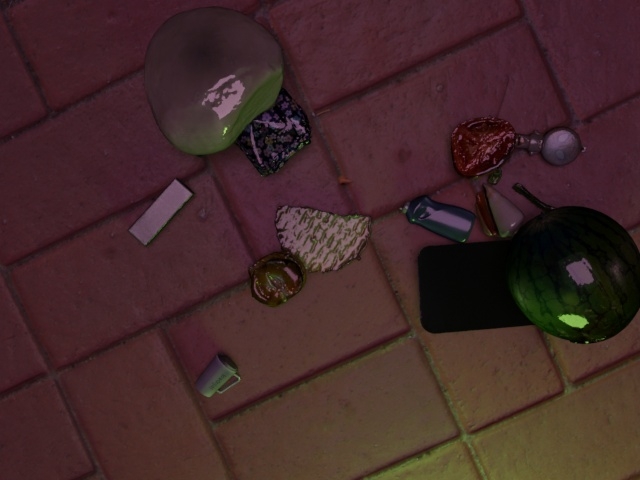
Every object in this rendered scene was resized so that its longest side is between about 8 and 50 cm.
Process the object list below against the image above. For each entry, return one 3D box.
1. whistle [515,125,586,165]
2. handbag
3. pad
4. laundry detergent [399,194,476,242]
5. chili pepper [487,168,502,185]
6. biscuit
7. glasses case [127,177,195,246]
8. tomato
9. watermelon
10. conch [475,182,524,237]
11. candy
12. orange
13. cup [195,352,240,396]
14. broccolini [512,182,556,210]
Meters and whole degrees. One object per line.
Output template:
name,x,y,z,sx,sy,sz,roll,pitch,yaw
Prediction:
whistle,0.618,-0.265,1.788,0.220,0.057,0.107,7,106,6
handbag,-0.140,-0.313,1.774,0.208,0.127,0.229,-38,82,-2
pad,0.448,0.158,1.823,0.375,0.063,0.315,-3,90,-8
laundry detergent,0.319,-0.066,1.801,0.206,0.061,0.097,19,101,2
chili pepper,0.487,-0.196,1.806,0.034,0.030,0.091,7,90,27
biscuit,0.000,0.000,1.825,0.273,0.036,0.187,10,92,1
glasses case,-0.450,-0.081,1.833,0.071,0.047,0.205,43,92,-4
tomato,0.447,-0.247,1.772,0.174,0.082,0.166,-9,77,16
watermelon,0.645,0.082,1.656,0.363,0.363,0.363,0,92,2
conch,0.487,-0.074,1.779,0.176,0.094,0.104,50,132,4
candy,-0.304,-0.451,1.709,0.386,0.186,0.427,-38,62,1
orange,-0.114,0.104,1.797,0.170,0.112,0.160,19,104,24
cup,-0.284,0.388,1.838,0.104,0.074,0.116,37,97,-28
broccolini,0.648,-0.085,1.793,0.254,0.057,0.071,33,50,-2
